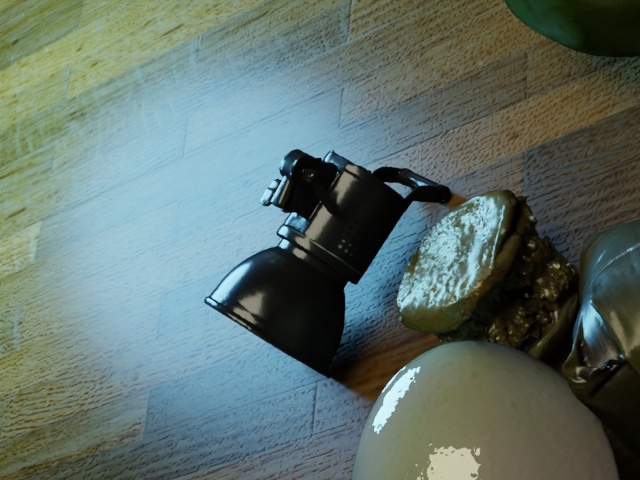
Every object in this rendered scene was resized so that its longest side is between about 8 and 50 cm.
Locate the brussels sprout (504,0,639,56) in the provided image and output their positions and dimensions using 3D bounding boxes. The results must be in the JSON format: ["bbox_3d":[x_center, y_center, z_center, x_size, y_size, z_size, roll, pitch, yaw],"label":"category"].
[{"bbox_3d":[0.292,-0.351,1.736,0.355,0.281,0.289,-45,38,-3],"label":"brussels sprout"}]

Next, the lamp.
[{"bbox_3d":[0.000,0.000,1.866,0.147,0.172,0.227,28,86,53],"label":"lamp"}]

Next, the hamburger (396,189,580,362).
[{"bbox_3d":[0.159,0.037,1.712,0.159,0.131,0.185,-15,46,51],"label":"hamburger"}]

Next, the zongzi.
[{"bbox_3d":[0.331,0.001,1.544,0.289,0.154,0.317,-34,25,21],"label":"zongzi"}]

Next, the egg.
[{"bbox_3d":[0.140,0.167,1.559,0.271,0.206,0.162,11,93,59],"label":"egg"}]
